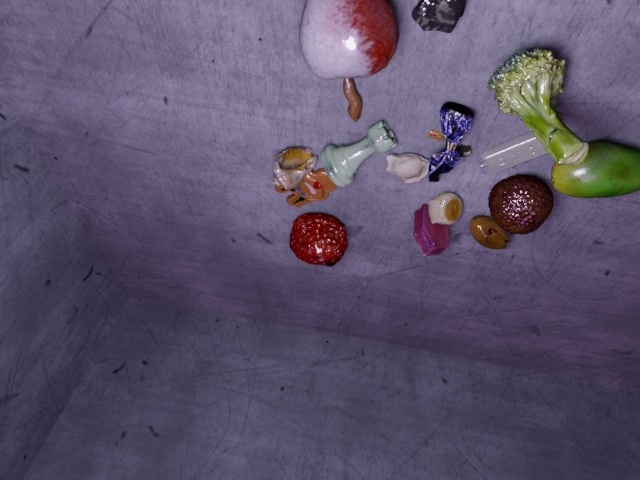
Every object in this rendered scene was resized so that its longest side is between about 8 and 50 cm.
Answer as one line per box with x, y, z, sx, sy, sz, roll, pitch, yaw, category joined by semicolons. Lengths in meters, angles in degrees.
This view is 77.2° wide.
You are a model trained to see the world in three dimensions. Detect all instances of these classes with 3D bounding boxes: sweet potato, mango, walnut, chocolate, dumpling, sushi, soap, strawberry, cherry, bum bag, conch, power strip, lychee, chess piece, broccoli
0.127;-0.559;1.567;0.065;0.051;0.218;0;139;19;sweet potato
1.088;-0.266;1.525;0.382;0.201;0.225;1;129;11;mango
0.815;-0.035;1.935;0.245;0.137;0.137;37;135;-21;walnut
0.510;-0.370;1.591;0.126;0.148;0.343;39;143;33;chocolate
0.376;-0.313;1.735;0.199;0.118;0.136;17;137;4;dumpling
0.586;-0.371;1.678;0.083;0.044;0.046;-5;159;23;sushi
0.530;-0.037;1.912;0.162;0.249;0.099;24;141;-15;soap
0.000;0.000;2.036;0.295;0.345;0.317;-43;101;1;strawberry
0.075;-0.676;1.287;0.326;0.291;0.335;-16;114;44;cherry
0.417;-0.778;1.199;0.144;0.095;0.340;35;136;-3;bum bag
-0.125;-0.339;1.825;0.245;0.163;0.178;-29;148;3;conch
0.799;-0.363;1.603;0.338;0.058;0.098;-21;130;35;power strip
0.846;-0.154;1.699;0.261;0.260;0.260;8;140;7;lychee
0.166;-0.373;1.687;0.299;0.194;0.194;-28;125;29;chess piece
0.697;-0.439;1.291;0.353;0.397;0.275;29;137;-6;broccoli

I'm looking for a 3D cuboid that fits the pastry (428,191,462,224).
0.577;-0.147;1.850;0.166;0.165;0.088;42;169;-29;pastry

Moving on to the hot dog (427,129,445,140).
0.480;-0.428;1.645;0.083;0.021;0.037;15;141;0;hot dog

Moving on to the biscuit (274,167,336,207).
-0.062;-0.262;1.973;0.334;0.047;0.202;-15;132;29;biscuit
